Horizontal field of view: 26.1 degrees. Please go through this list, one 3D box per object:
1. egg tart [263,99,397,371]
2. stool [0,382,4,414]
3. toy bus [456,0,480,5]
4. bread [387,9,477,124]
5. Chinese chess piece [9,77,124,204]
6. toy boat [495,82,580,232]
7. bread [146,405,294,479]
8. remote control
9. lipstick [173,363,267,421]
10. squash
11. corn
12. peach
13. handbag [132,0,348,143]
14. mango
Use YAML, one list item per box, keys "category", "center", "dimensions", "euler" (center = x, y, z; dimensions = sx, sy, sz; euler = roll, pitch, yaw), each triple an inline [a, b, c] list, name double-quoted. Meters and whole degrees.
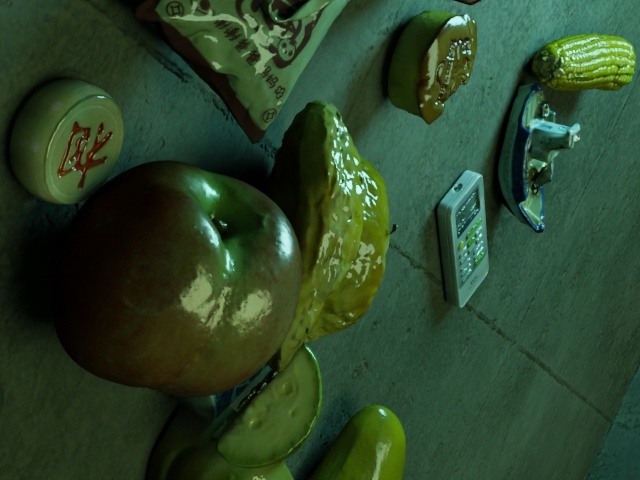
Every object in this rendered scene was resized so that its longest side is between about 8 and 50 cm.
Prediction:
- category: "egg tart"
  center: [0.000, 0.000, 1.587]
  dimensions: [0.319, 0.128, 0.319]
  euler: [-168, -90, -77]
- category: "stool"
  center: [-0.352, 0.154, 1.271]
  dimensions: [0.110, 0.096, 0.096]
  euler: [-27, 134, -58]
- category: "toy bus"
  center: [0.196, -0.449, 1.738]
  dimensions: [0.147, 0.127, 0.302]
  euler: [29, 85, -59]
- category: "bread"
  center: [0.153, -0.247, 1.860]
  dimensions: [0.156, 0.086, 0.125]
  euler: [-52, 148, -28]
- category: "Chinese chess piece"
  center: [-0.241, -0.094, 1.319]
  dimensions: [0.122, 0.051, 0.122]
  euler: [-41, 143, -41]
- category: "toy boat"
  center: [0.363, -0.134, 2.287]
  dimensions: [0.114, 0.115, 0.262]
  euler: [-34, 138, -46]
- category: "bread"
  center: [-0.116, 0.323, 1.735]
  dimensions: [0.158, 0.156, 0.260]
  euler: [-43, 103, -38]
- category: "remote control"
  center: [0.234, 0.000, 2.251]
  dimensions: [0.103, 0.034, 0.250]
  euler: [-49, 148, -30]
- category: "lipstick"
  center: [-0.076, 0.105, 1.738]
  dimensions: [0.290, 0.076, 0.077]
  euler: [-44, 151, -32]
- category: "squash"
  center: [-0.055, 0.222, 1.744]
  dimensions: [0.169, 0.093, 0.252]
  euler: [-50, 178, -10]
- category: "corn"
  center: [0.450, -0.301, 2.332]
  dimensions: [0.313, 0.102, 0.102]
  euler: [-12, 121, -58]
- category: "peach"
  center: [-0.149, 0.045, 1.397]
  dimensions: [0.252, 0.252, 0.252]
  euler: [-41, 143, -40]
- category: "handbag"
  center: [-0.072, -0.251, 1.422]
  dimensions: [0.213, 0.127, 0.235]
  euler: [45, 63, -35]
- category: "mango"
  center: [0.042, 0.419, 2.120]
  dimensions: [0.331, 0.142, 0.195]
  euler: [-64, 157, -12]
